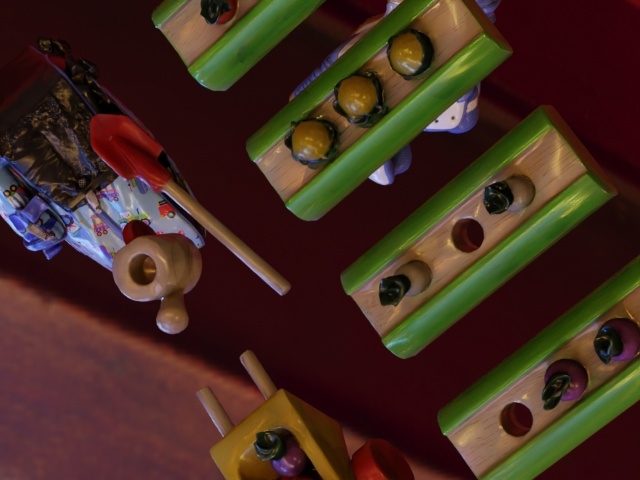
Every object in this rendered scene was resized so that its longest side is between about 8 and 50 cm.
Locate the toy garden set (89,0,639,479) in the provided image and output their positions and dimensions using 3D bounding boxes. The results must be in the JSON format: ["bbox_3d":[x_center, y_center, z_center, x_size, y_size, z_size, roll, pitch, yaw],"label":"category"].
[{"bbox_3d":[0.000,0.000,0.718,0.204,0.049,0.244,-40,77,21],"label":"toy garden set"}]

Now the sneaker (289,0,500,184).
[{"bbox_3d":[0.106,-0.165,1.543,0.131,0.112,0.296,45,130,-2],"label":"sneaker"}]

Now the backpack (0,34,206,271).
[{"bbox_3d":[-0.165,-0.042,1.272,0.117,0.158,0.173,-42,111,-4],"label":"backpack"}]
